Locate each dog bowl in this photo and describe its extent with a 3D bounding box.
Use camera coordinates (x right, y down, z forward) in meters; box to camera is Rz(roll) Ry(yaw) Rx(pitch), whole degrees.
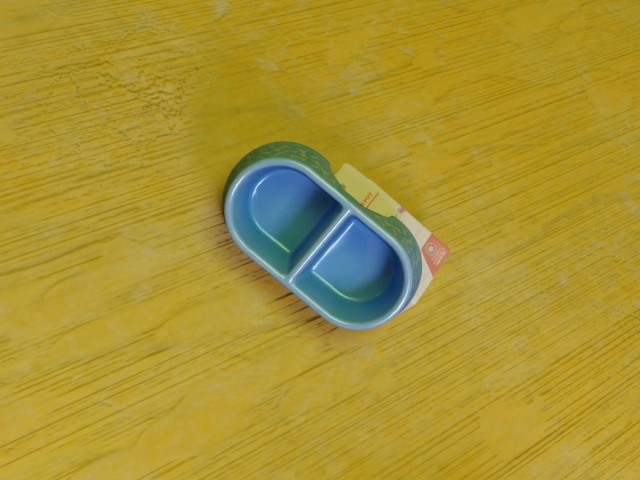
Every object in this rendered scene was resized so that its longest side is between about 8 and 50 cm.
[{"bbox_3d":[0.000,0.000,1.050,0.297,0.074,0.166,40,100,-4],"label":"dog bowl"}]

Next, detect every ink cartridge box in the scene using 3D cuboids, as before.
[{"bbox_3d":[0.071,-0.002,1.145,0.198,0.067,0.115,42,56,-3],"label":"ink cartridge box"}]
